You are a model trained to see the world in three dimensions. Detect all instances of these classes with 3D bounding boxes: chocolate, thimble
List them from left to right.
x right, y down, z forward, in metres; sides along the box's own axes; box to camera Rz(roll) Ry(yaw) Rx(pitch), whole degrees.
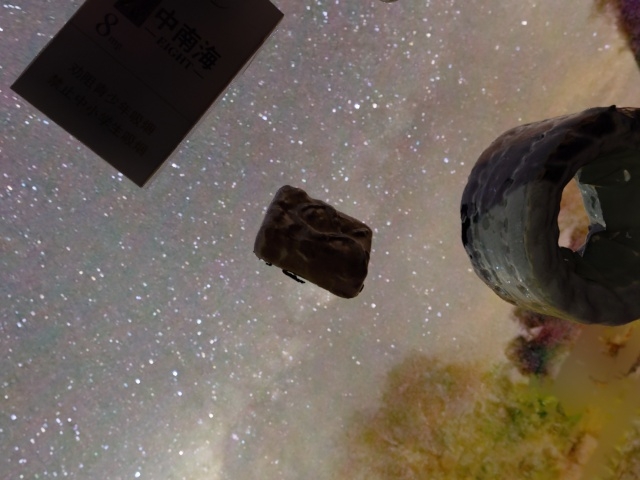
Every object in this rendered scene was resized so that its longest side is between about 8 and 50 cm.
[{"bbox_3d":[0.000,0.000,0.827,0.149,0.213,0.093,-74,10,-46],"label":"chocolate"},{"bbox_3d":[0.282,-0.024,0.508,0.237,0.150,0.238,-1,-86,-13],"label":"thimble"}]

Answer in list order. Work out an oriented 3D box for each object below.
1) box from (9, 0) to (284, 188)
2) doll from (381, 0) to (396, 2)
[{"bbox_3d":[-0.171,-0.194,0.497,0.155,0.067,0.243,41,-96,-17],"label":"box"},{"bbox_3d":[0.060,-0.132,0.137,0.162,0.062,0.106,-47,-1,-35],"label":"doll"}]
